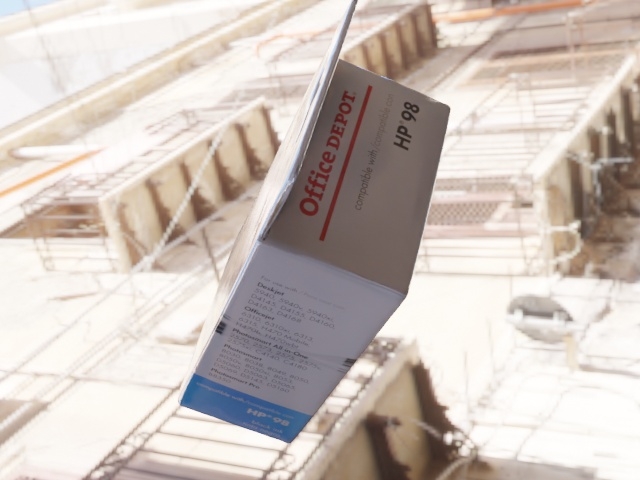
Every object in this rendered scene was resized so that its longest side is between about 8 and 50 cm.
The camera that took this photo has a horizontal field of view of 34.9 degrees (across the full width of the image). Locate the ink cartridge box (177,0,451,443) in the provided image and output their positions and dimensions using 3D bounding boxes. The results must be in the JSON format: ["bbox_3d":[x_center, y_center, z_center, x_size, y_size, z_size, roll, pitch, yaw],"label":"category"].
[{"bbox_3d":[0.000,0.000,0.429,0.180,0.060,0.104,121,169,-52],"label":"ink cartridge box"}]
